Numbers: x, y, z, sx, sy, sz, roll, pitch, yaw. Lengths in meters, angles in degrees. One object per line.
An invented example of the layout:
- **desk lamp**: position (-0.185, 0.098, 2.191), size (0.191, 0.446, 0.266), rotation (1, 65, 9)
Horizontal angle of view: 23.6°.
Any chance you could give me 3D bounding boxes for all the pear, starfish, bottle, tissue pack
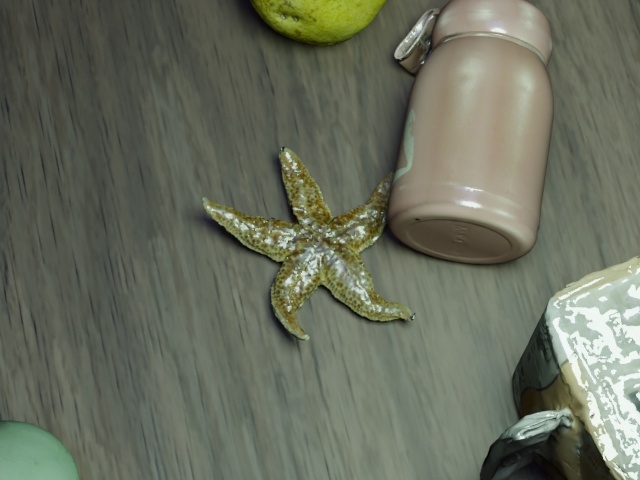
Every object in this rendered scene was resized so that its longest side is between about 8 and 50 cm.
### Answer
- **pear**: position (-0.006, -0.334, 1.805), size (0.197, 0.197, 0.197), rotation (0, 72, 1)
- **starfish**: position (0.000, 0.000, 1.767), size (0.277, 0.062, 0.236), rotation (28, 72, 7)
- **bottle**: position (0.166, -0.136, 1.759), size (0.206, 0.173, 0.297), rotation (-3, 68, 36)
- **tissue pack**: position (0.272, 0.182, 1.573), size (0.238, 0.305, 0.239), rotation (0, 72, 0)

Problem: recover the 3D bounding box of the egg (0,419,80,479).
- **egg**: position (-0.370, 0.313, 1.594), size (0.203, 0.203, 0.283), rotation (40, 79, 13)
